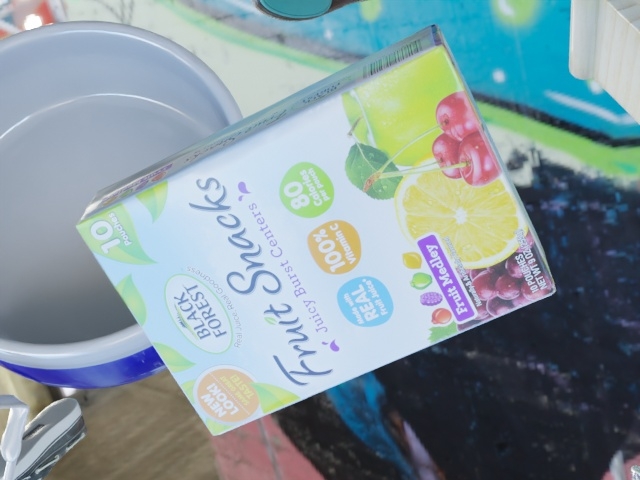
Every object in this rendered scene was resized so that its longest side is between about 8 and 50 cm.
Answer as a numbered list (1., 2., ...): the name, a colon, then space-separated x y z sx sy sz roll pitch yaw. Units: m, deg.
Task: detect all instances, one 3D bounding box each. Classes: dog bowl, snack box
1. dog bowl: -0.177 -0.026 0.741 0.265 0.265 0.104 -17 158 -5
2. snack box: 0.000 0.000 0.356 0.141 0.100 0.037 -24 -160 12

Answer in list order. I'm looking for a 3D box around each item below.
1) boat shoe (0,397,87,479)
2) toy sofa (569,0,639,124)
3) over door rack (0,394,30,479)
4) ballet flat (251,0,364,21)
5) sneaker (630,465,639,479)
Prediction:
1. boat shoe: -0.419 0.318 1.421 0.077 0.070 0.219 2 -152 36
2. toy sofa: 0.370 -0.275 0.846 0.362 0.177 0.150 -39 157 -1
3. over door rack: -0.292 0.223 0.755 0.239 0.324 0.108 18 -161 40
4. ballet flat: 0.001 -0.270 1.011 0.206 0.073 0.067 -15 -147 -34
5. sneaker: 0.483 0.261 1.146 0.235 0.095 0.090 -30 174 11
